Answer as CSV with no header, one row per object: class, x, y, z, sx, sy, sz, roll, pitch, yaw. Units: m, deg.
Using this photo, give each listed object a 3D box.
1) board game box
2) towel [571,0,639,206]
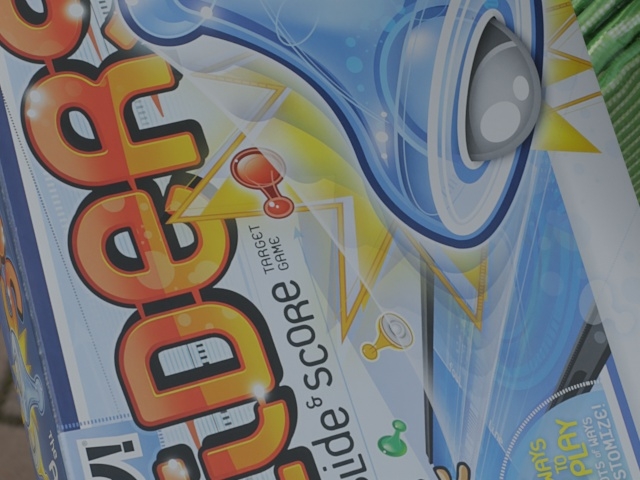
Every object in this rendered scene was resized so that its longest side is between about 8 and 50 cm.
board game box,0.000,0.000,0.356,0.136,0.035,0.201,-10,74,-23
towel,0.172,-0.093,0.589,0.325,0.248,0.038,-47,65,3
